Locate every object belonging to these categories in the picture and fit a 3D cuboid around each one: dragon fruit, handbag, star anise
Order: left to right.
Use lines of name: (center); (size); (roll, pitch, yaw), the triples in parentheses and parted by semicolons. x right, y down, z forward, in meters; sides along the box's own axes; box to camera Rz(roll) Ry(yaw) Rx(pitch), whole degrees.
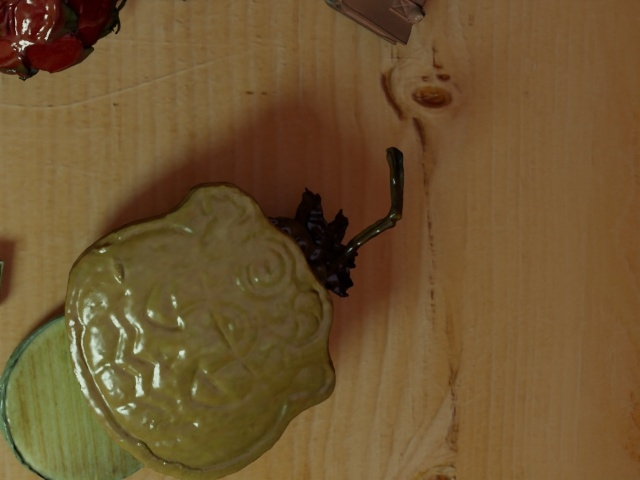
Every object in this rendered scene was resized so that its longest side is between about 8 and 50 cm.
dragon fruit: (-0.359, -0.325, 1.691); (0.293, 0.234, 0.233); (-19, 106, -57)
star anise: (-0.002, -0.005, 1.927); (0.346, 0.148, 0.237); (-44, 116, -1)
handbag: (0.111, -0.422, 1.995); (0.157, 0.059, 0.212); (26, 84, -27)

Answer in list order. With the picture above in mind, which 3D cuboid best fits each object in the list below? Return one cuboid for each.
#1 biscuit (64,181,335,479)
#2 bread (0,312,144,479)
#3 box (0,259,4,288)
biscuit: (-0.161, 0.135, 1.809); (0.365, 0.062, 0.385); (-32, 106, -6)
bread: (-0.324, 0.219, 1.839); (0.267, 0.040, 0.266); (-3, 96, -27)
box: (-0.468, 0.059, 1.748); (0.079, 0.035, 0.083); (5, 94, -28)
